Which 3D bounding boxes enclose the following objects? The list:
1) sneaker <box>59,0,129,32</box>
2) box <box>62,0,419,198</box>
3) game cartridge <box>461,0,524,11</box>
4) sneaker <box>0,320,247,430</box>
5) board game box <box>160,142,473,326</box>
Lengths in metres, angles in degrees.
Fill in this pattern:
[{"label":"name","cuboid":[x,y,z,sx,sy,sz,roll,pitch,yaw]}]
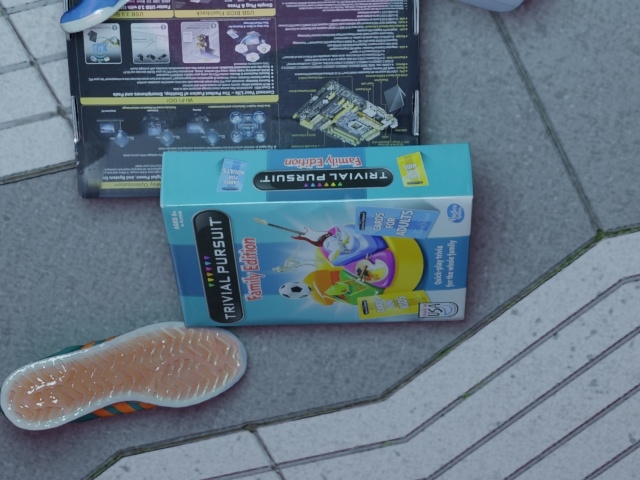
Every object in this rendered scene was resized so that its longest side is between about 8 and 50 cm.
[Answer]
[{"label":"sneaker","cuboid":[-0.224,-0.287,1.714,0.152,0.058,0.085,-30,112,8]},{"label":"box","cuboid":[-0.084,-0.209,1.824,0.394,0.097,0.318,-2,110,1]},{"label":"game cartridge","cuboid":[0.109,-0.374,1.711,0.297,0.062,0.198,31,67,-11]},{"label":"sneaker","cuboid":[-0.244,0.160,1.983,0.302,0.121,0.108,-9,91,-14]},{"label":"board game box","cuboid":[0.000,0.000,1.851,0.336,0.079,0.254,-2,146,2]}]
